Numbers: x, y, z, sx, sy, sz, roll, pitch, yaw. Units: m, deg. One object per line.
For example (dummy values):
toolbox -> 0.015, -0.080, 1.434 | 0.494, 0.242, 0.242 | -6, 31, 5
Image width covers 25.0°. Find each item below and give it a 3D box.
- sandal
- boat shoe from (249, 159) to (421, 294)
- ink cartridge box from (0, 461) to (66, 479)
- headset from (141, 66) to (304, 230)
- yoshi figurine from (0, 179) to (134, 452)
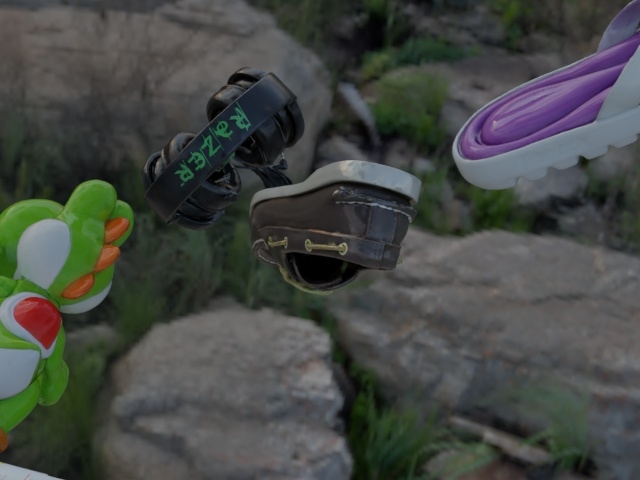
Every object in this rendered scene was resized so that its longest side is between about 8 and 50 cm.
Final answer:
sandal -> 0.295, -0.178, 1.316 | 0.416, 0.102, 0.169 | -31, 29, 14
boat shoe -> 0.000, 0.000, 1.445 | 0.116, 0.097, 0.324 | 15, -14, -20
ink cartridge box -> -0.390, 0.316, 1.705 | 0.181, 0.061, 0.104 | 11, 31, 20
headset -> -0.113, -0.108, 2.000 | 0.185, 0.243, 0.394 | 46, 4, -3
yoshi figurine -> -0.353, 0.081, 1.620 | 0.203, 0.203, 0.362 | 27, 61, 13
